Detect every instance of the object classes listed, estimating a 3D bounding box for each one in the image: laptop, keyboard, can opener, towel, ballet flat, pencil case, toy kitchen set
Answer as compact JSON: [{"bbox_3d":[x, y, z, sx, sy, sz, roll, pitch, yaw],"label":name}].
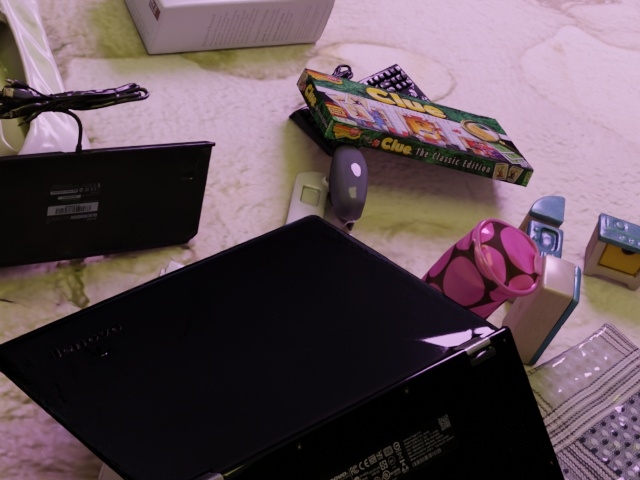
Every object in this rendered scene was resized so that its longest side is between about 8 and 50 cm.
[{"bbox_3d":[-0.017,0.207,1.504,0.382,0.236,0.408,-24,95,-33],"label":"laptop"},{"bbox_3d":[-0.245,-0.072,1.680,0.317,0.201,0.033,-7,31,-36],"label":"keyboard"},{"bbox_3d":[0.042,-0.166,2.013,0.180,0.023,0.108,-28,66,-39],"label":"keyboard"},{"bbox_3d":[0.000,0.000,1.793,0.076,0.095,0.283,16,38,-5],"label":"can opener"},{"bbox_3d":[0.303,0.245,1.741,0.324,0.056,0.312,-26,64,-37],"label":"towel"},{"bbox_3d":[-0.356,-0.198,1.778,0.139,0.139,0.400,-11,59,-31],"label":"ballet flat"},{"bbox_3d":[0.143,0.064,1.724,0.098,0.209,0.095,25,50,-16],"label":"pencil case"},{"bbox_3d":[0.302,0.040,1.873,0.166,0.122,0.207,19,46,-7],"label":"toy kitchen set"}]

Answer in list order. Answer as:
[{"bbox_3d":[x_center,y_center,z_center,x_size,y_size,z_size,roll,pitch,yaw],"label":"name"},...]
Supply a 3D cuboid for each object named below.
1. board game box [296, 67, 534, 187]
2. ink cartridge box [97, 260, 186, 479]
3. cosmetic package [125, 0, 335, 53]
[{"bbox_3d":[0.108,-0.129,1.952,0.260,0.030,0.136,12,24,-24],"label":"board game box"},{"bbox_3d":[-0.051,0.165,1.616,0.278,0.117,0.201,19,46,-8],"label":"ink cartridge box"},{"bbox_3d":[-0.110,-0.294,2.020,0.231,0.085,0.117,-8,54,-26],"label":"cosmetic package"}]
